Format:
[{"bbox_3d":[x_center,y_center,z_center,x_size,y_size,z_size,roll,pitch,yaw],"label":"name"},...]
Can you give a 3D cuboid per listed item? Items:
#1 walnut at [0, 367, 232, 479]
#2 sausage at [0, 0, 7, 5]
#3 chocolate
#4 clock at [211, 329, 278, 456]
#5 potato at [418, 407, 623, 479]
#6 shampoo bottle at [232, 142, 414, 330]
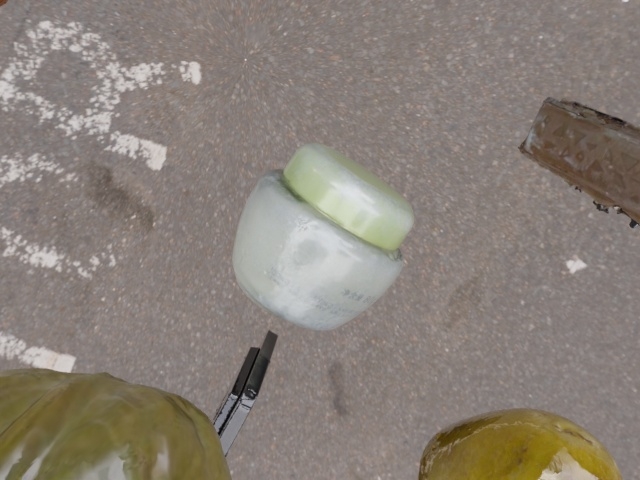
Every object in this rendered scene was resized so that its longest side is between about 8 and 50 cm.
[{"bbox_3d":[-0.236,0.259,0.540,0.253,0.282,0.276,26,71,-47],"label":"walnut"},{"bbox_3d":[-0.351,-0.283,0.540,0.076,0.197,0.076,0,74,-2],"label":"sausage"},{"bbox_3d":[0.314,-0.065,0.567,0.065,0.329,0.102,29,104,-33],"label":"chocolate"},{"bbox_3d":[-0.176,0.334,1.169,0.049,0.279,0.273,27,106,-3],"label":"clock"},{"bbox_3d":[0.214,0.242,0.584,0.178,0.203,0.158,-16,144,-25],"label":"potato"},{"bbox_3d":[0.000,0.000,1.135,0.322,0.322,0.317,28,103,-14],"label":"shampoo bottle"}]
